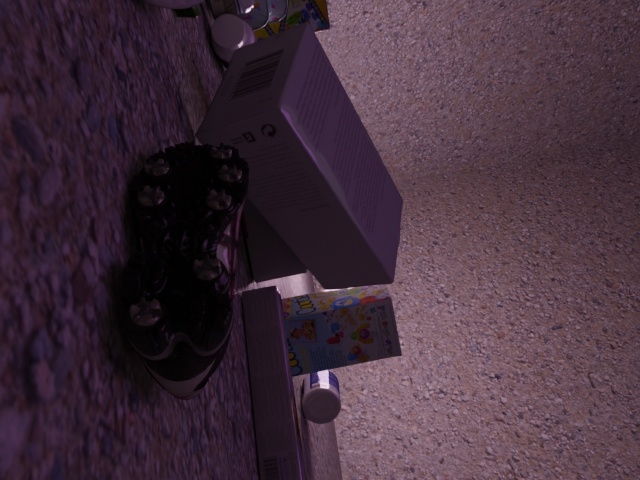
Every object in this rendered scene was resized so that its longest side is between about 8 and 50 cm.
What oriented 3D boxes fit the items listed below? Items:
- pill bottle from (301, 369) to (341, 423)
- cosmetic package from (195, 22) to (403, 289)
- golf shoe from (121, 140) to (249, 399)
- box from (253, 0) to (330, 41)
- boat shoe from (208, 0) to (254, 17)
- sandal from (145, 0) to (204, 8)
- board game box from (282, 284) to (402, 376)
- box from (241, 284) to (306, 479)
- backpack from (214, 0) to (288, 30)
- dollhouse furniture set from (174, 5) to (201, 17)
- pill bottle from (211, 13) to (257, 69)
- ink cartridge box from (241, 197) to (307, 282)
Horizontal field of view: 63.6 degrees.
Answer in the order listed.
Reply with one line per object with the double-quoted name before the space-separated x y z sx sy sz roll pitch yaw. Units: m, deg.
"pill bottle" 0.001 0.441 1.520 0.186 0.112 0.111 -94 172 -76
"cosmetic package" -0.004 -0.125 0.954 0.453 0.162 0.230 53 38 -41
"golf shoe" -0.126 0.012 0.486 0.120 0.105 0.272 101 -9 -46
"box" -0.139 -0.701 1.435 0.177 0.279 0.289 77 3 -45
"boat shoe" -0.220 -0.602 1.025 0.109 0.094 0.302 -135 -154 -68
"sandal" -0.183 -0.433 0.690 0.169 0.102 0.416 79 22 -43
"board game box" 0.030 0.199 1.188 0.142 0.276 0.144 -97 175 -76
"box" -0.078 0.236 0.848 0.063 0.067 0.323 78 0 -63
"backpack" -0.165 -0.574 1.187 0.165 0.189 0.144 79 1 -54
"dollhouse furniture set" -0.183 -0.423 0.823 0.058 0.076 0.151 73 34 -51
"pill bottle" -0.186 -0.427 1.132 0.169 0.094 0.094 -26 105 -88
"ink cartridge box" -0.097 -0.026 1.161 0.273 0.114 0.196 -100 179 -87
